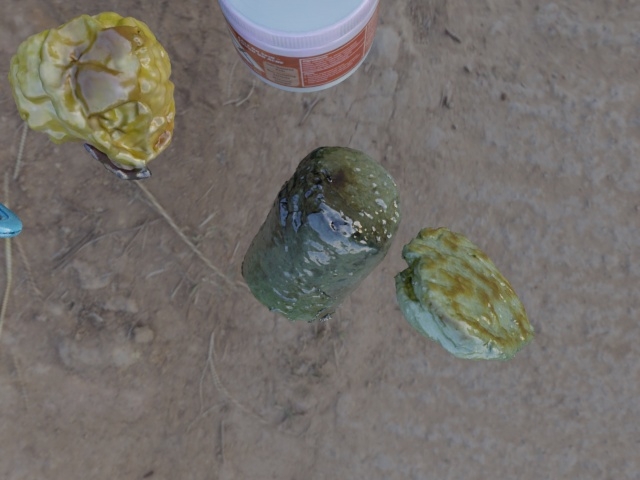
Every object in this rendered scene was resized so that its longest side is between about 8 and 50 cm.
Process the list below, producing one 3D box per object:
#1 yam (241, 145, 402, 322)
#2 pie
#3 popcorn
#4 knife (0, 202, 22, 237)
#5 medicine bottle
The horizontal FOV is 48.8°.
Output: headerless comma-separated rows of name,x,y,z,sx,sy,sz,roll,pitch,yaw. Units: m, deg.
yam,0.000,0.000,1.136,0.195,0.195,0.300,29,140,-5
pie,0.182,0.073,0.917,0.201,0.248,0.090,50,118,16
popcorn,-0.471,-0.307,1.524,0.348,0.349,0.382,-21,92,17
knife,-0.437,-0.068,0.860,0.222,0.064,0.031,35,118,25
medicine bottle,-0.031,-0.385,1.092,0.252,0.241,0.253,0,82,1
